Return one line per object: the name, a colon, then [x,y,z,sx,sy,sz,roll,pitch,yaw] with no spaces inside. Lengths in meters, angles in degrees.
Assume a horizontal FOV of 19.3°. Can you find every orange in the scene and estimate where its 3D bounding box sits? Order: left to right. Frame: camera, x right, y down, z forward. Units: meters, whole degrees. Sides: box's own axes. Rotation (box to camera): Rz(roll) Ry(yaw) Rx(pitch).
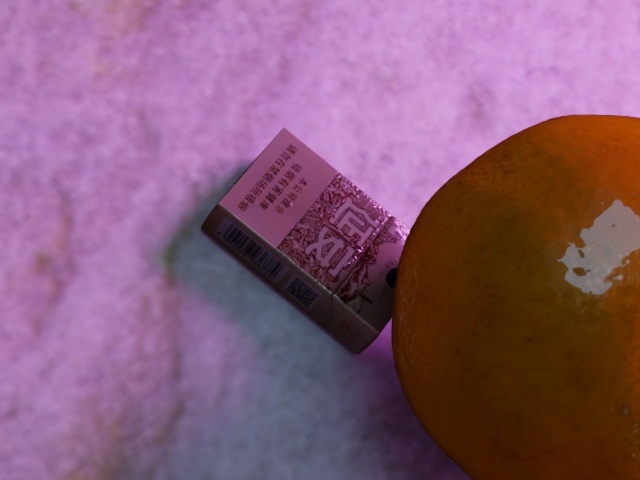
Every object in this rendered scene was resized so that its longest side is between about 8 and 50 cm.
orange: [0.100,0.027,0.717,0.159,0.136,0.159,-7,105,-25]

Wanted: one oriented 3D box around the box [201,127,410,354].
box: [0.000,0.000,0.758,0.083,0.024,0.053,37,53,0]
